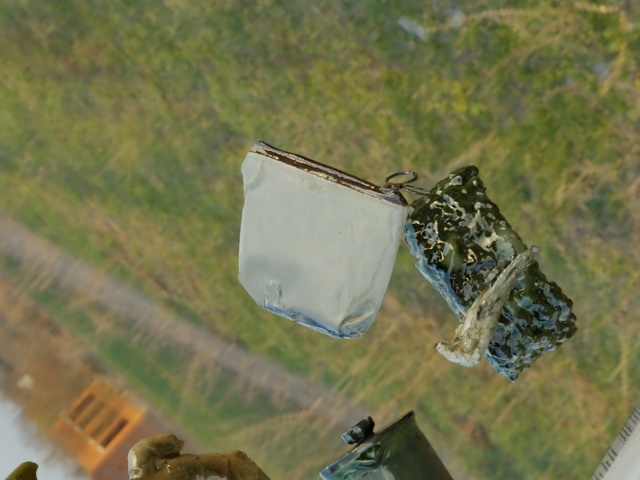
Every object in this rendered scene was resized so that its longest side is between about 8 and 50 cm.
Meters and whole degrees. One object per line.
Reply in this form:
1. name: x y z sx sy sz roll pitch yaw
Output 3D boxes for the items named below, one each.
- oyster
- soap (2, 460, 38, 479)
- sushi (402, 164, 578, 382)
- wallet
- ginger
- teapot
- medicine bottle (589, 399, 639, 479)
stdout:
1. oyster: 0.240 0.087 1.808 0.061 0.200 0.106 37 180 10
2. soap: -0.392 0.362 1.406 0.091 0.199 0.315 46 -170 -1
3. sushi: 0.275 0.053 2.208 0.352 0.178 0.294 55 -178 10
4. wallet: -0.002 -0.001 1.998 0.335 0.274 0.068 20 -166 36
5. ginger: -0.168 0.324 1.702 0.214 0.133 0.059 18 149 -16
6. teapot: 0.151 0.435 2.117 0.337 0.200 0.270 57 -176 7
7. medicine bottle: 0.360 0.286 1.401 0.157 0.288 0.157 30 -174 -3
